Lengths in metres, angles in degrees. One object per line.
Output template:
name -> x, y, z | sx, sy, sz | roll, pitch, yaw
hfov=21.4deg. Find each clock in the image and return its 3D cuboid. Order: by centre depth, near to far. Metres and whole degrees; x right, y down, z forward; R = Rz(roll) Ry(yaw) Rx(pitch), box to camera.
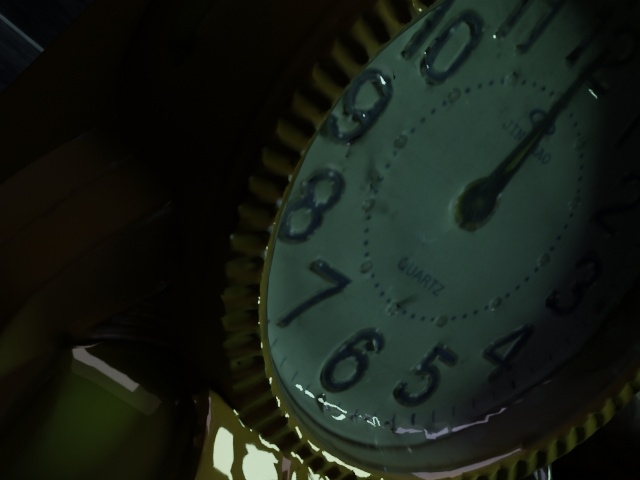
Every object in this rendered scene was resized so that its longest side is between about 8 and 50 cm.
clock -> 0.000, 0.000, 0.597 | 0.244, 0.317, 0.200 | 34, 8, -45

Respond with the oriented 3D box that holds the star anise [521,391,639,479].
star anise -> 0.060, 0.046, 0.902 | 0.332, 0.117, 0.331 | 10, 43, -10
